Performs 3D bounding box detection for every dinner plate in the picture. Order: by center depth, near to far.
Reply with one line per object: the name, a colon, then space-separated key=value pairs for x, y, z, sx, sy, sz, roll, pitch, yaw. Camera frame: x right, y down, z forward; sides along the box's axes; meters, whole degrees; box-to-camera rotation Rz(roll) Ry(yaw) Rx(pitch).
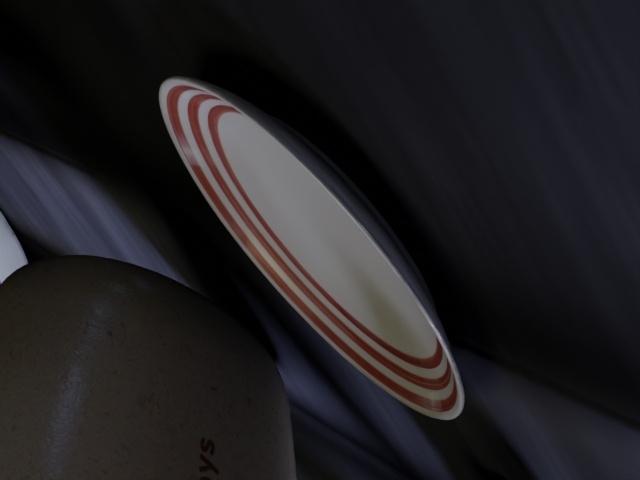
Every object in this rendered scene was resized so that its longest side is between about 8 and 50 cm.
dinner plate: x=0.000 y=0.000 z=0.552 sx=0.141 sy=0.017 sz=0.141 roll=47 pitch=166 yaw=15

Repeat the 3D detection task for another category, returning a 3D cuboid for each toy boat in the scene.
toy boat: x=-0.062 y=0.169 z=0.775 sx=0.148 sy=0.267 sz=0.318 roll=-18 pitch=143 yaw=35

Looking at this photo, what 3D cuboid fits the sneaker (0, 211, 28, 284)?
sneaker: x=-0.346 y=0.009 z=1.169 sx=0.130 sy=0.236 sz=0.323 roll=43 pitch=164 yaw=26
